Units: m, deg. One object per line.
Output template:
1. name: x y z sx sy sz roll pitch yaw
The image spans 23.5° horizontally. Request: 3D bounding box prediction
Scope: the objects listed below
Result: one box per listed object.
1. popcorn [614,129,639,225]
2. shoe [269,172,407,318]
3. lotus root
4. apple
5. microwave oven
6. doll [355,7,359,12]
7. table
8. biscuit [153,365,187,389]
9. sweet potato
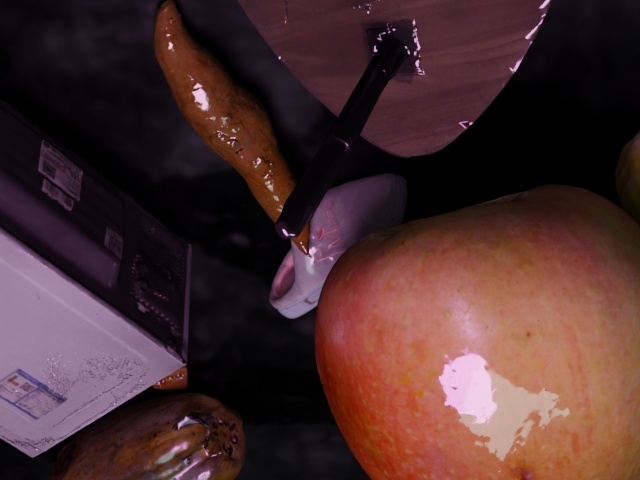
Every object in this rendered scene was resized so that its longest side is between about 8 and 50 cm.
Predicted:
1. popcorn: 0.402 -0.004 1.384 0.225 0.173 0.286 -25 120 3
2. shoe: 0.000 0.000 1.441 0.078 0.079 0.195 25 133 -24
3. lotus root: -0.187 0.240 1.645 0.241 0.123 0.124 -24 101 25
4. apple: 0.154 0.104 1.304 0.319 0.319 0.277 -14 92 13
5. microwave oven: -0.289 0.021 1.388 0.237 0.181 0.295 -33 126 26
6. doll: 0.117 -0.241 1.188 0.181 0.106 0.110 -28 151 37
7. table: 0.007 -0.163 1.060 0.317 0.249 0.317 10 117 21
8. biscuit: -0.175 0.133 1.613 0.082 0.016 0.092 -30 126 25
9. sweet potato: -0.071 -0.095 1.355 0.067 0.067 0.274 -23 121 20
